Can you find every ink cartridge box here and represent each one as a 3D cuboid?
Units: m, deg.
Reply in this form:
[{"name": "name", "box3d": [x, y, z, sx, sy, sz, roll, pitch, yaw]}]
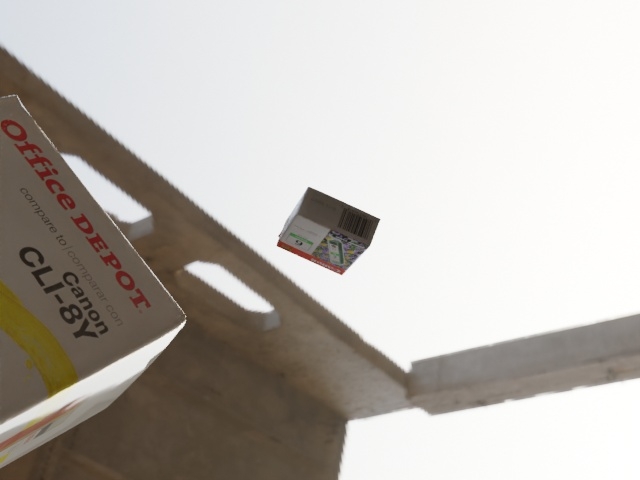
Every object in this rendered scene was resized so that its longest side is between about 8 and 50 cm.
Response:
[{"name": "ink cartridge box", "box3d": [0.000, 0.000, 0.780, 0.062, 0.115, 0.029, 24, -114, -6]}, {"name": "ink cartridge box", "box3d": [-0.337, 0.056, 0.756, 0.279, 0.160, 0.384, 52, -147, 8]}]
